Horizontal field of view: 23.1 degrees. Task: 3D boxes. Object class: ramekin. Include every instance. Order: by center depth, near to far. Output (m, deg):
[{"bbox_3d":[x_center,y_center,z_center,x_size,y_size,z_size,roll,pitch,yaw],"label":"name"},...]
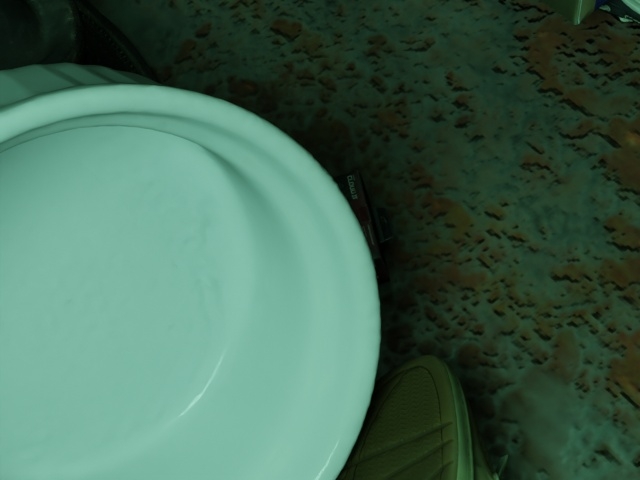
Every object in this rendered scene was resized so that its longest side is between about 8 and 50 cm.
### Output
[{"bbox_3d":[-0.121,0.043,0.784,0.277,0.277,0.135,-39,30,-8],"label":"ramekin"}]

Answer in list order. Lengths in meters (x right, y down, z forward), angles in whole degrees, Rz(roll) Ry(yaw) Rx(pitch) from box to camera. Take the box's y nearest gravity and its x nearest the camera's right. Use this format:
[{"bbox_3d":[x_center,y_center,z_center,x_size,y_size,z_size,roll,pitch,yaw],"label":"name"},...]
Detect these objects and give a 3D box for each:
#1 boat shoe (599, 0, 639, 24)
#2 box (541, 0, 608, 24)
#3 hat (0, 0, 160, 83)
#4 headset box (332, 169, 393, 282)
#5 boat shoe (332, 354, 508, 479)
[{"bbox_3d":[0.181,-0.154,0.944,0.046,0.038,0.125,-39,60,-24],"label":"boat shoe"},{"bbox_3d":[0.188,-0.231,0.956,0.225,0.036,0.136,-35,58,-22],"label":"box"},{"bbox_3d":[-0.214,-0.076,0.873,0.331,0.134,0.331,11,58,-18],"label":"hat"},{"bbox_3d":[0.000,0.000,0.913,0.083,0.032,0.062,-17,61,4],"label":"headset box"},{"bbox_3d":[0.057,0.186,0.764,0.104,0.089,0.285,-33,38,33],"label":"boat shoe"}]
